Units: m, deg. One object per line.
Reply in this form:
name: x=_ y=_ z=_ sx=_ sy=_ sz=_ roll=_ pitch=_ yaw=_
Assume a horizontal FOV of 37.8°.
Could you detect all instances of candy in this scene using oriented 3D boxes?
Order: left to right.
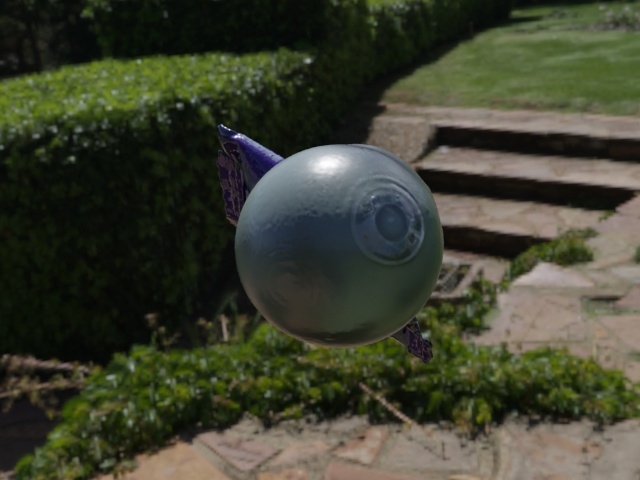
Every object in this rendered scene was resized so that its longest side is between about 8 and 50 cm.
candy: x=0.000 y=0.000 z=0.870 sx=0.275 sy=0.145 sz=0.070 roll=35 pitch=56 yaw=29

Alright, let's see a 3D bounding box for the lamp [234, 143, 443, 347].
lamp: x=0.010 y=0.002 z=0.465 sx=0.105 sy=0.105 sz=0.105 roll=-6 pitch=15 yaw=2
